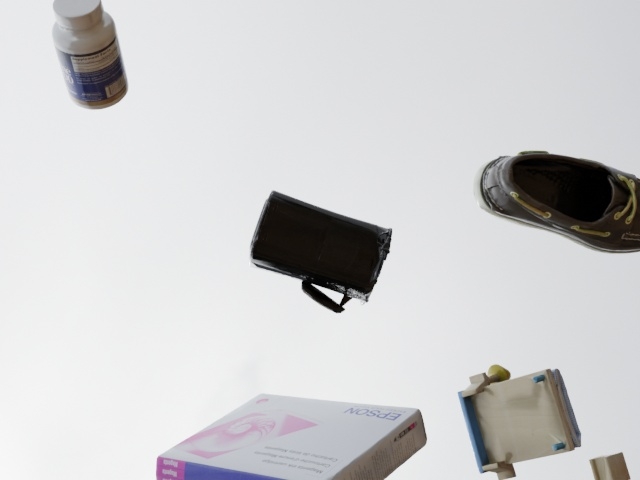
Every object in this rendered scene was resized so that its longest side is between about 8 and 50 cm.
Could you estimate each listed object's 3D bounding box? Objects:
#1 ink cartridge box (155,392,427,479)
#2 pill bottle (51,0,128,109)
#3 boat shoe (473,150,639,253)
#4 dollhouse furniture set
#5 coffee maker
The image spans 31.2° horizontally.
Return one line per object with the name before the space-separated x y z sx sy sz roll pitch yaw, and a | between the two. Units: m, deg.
ink cartridge box | -0.069 0.321 1.645 0.330 0.324 0.071 -26 -71 -47
pill bottle | -0.242 -0.200 1.195 0.067 0.067 0.120 -45 -30 -29
boat shoe | 0.266 -0.037 1.123 0.228 0.069 0.081 10 -101 -15
dollhouse furniture set | 0.407 0.309 1.789 0.198 0.286 0.303 -7 -104 -38
coffee maker | 0.000 0.000 1.562 0.171 0.178 0.120 109 178 -50
